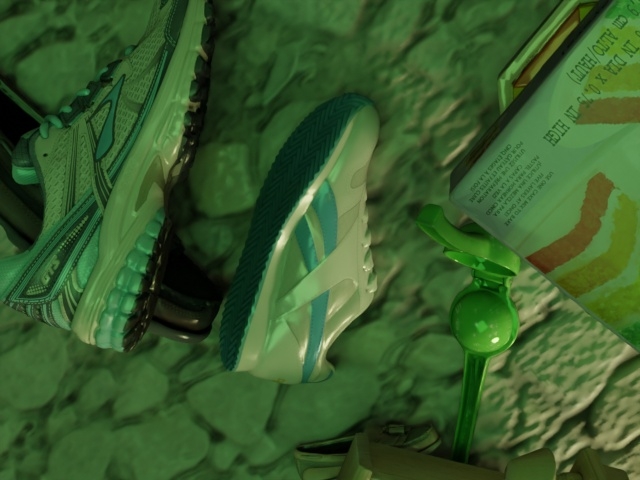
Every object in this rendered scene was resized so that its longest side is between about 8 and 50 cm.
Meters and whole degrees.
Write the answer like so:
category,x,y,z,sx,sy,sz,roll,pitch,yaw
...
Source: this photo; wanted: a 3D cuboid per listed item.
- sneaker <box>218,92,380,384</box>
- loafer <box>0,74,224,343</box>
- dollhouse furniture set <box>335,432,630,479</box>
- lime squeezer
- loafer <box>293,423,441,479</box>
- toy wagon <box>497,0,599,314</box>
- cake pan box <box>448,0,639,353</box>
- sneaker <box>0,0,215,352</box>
category,x,y,z,sx,sy,sz,roll,pitch,yaw
sneaker,0.000,0.000,0.847,0.092,0.087,0.228,16,104,-22
loafer,-0.195,-0.037,0.862,0.302,0.109,0.095,34,105,3
dollhouse furniture set,0.090,0.308,0.738,0.174,0.355,0.303,15,116,-9
lime squeezer,0.116,0.059,0.825,0.059,0.110,0.310,3,137,13
loafer,0.035,0.169,0.904,0.125,0.045,0.039,-24,93,20
toy wagon,0.298,-0.082,0.760,0.344,0.068,0.267,-5,105,13
cake pan box,0.256,-0.055,0.707,0.246,0.070,0.267,39,109,-4
sneaker,-0.150,-0.072,0.782,0.122,0.110,0.283,14,74,-3
